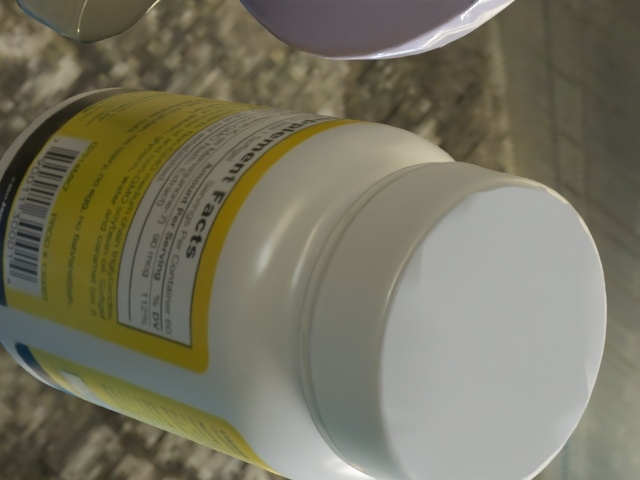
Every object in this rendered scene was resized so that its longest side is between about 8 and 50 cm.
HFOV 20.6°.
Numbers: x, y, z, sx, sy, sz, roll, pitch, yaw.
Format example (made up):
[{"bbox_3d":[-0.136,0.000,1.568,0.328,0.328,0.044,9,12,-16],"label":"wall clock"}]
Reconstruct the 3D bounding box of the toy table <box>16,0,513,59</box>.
[{"bbox_3d":[0.004,-0.186,0.522,0.252,0.274,0.161,17,-165,30],"label":"toy table"}]

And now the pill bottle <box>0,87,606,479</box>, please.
[{"bbox_3d":[-0.015,0.015,0.592,0.208,0.119,0.119,13,153,48],"label":"pill bottle"}]
